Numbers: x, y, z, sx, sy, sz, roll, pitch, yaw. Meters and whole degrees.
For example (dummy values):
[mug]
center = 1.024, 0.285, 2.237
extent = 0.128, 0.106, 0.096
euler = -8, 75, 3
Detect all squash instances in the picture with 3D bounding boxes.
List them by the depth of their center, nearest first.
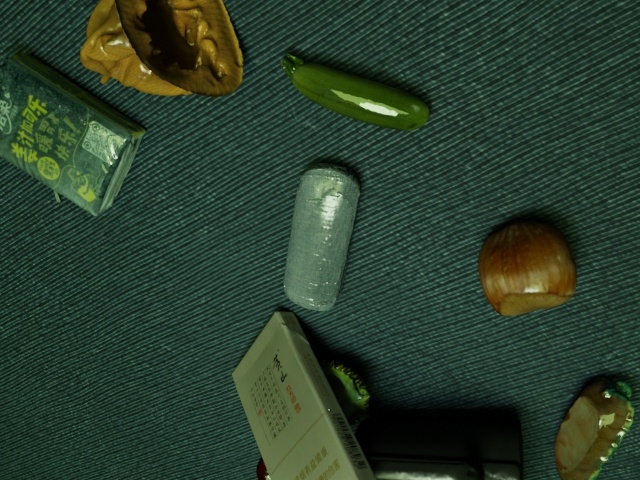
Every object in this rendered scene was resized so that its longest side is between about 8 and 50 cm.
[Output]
[squash]
center = 0.049, -0.226, 0.932
extent = 0.252, 0.066, 0.066
euler = 20, 118, 7

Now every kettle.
[kettle]
center = 0.213, 0.439, 1.091
extent = 0.308, 0.262, 0.203
euler = -3, 99, 19

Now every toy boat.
[toy boat]
center = 0.479, 0.376, 1.078
extent = 0.099, 0.108, 0.293
euler = -7, 123, -16

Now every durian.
[durian]
center = 0.022, 0.313, 1.178
extent = 0.221, 0.095, 0.137
euler = -50, 59, 30

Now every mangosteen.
[mangosteen]
center = -0.100, 0.505, 1.311
extent = 0.081, 0.081, 0.081
euler = 6, 116, 13

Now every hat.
[hat]
center = -0.284, -0.297, 0.950
extent = 0.233, 0.233, 0.244
euler = -19, 139, 41

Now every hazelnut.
[hazelnut]
center = 0.325, 0.043, 0.945
extent = 0.150, 0.150, 0.150
euler = 6, 116, 13

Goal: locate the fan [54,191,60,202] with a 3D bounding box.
[fan]
center = -0.538, -0.136, 1.169
extent = 0.085, 0.005, 0.133
euler = -10, 110, 18

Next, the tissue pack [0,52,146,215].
[tissue pack]
center = -0.471, -0.190, 1.082
extent = 0.257, 0.081, 0.185
euler = 33, 115, -2

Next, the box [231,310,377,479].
[box]
center = -0.047, 0.331, 1.090
extent = 0.051, 0.365, 0.204
euler = 8, 128, -39

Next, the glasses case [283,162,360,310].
[glasses case]
center = 0.000, 0.000, 1.050
extent = 0.109, 0.067, 0.282
euler = 12, 115, 6
